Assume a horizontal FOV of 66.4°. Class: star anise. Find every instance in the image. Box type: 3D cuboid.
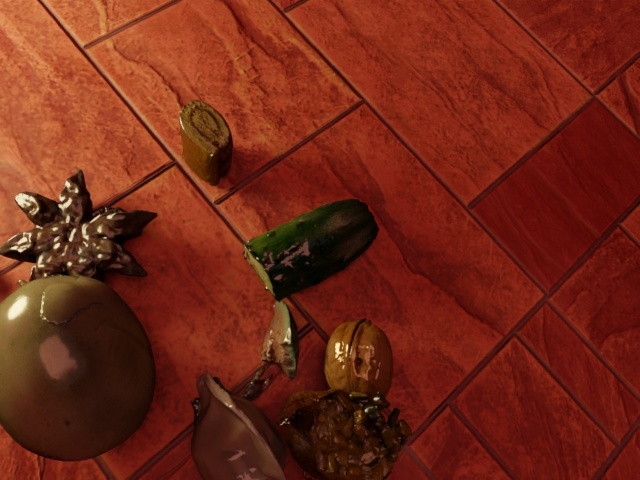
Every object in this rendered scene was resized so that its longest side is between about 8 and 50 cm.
[{"bbox_3d":[-0.491,-0.009,1.011,0.315,0.108,0.315,0,74,-2],"label":"star anise"}]

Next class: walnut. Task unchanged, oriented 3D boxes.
[{"bbox_3d":[0.078,0.249,1.007,0.144,0.144,0.180,8,78,-7],"label":"walnut"}]

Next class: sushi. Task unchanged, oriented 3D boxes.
[{"bbox_3d":[0.043,0.370,0.918,0.296,0.179,0.167,52,53,-16],"label":"sushi"}]

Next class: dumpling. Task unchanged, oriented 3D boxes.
[{"bbox_3d":[-0.157,0.383,0.887,0.163,0.204,0.293,-31,89,-4],"label":"dumpling"}]

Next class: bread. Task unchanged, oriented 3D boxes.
[{"bbox_3d":[-0.252,-0.213,1.086,0.103,0.172,0.132,-40,83,-19],"label":"bread"}]

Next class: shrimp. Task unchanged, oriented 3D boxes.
[{"bbox_3d":[-0.129,0.300,1.010,0.038,0.029,0.092,37,66,3],"label":"shrimp"}]

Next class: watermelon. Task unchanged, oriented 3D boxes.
[{"bbox_3d":[-0.077,0.194,1.029,0.080,0.101,0.155,10,55,1],"label":"watermelon"}]

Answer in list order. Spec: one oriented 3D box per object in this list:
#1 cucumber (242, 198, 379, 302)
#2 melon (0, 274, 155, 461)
[{"bbox_3d":[0.001,0.001,1.088,0.325,0.105,0.145,-25,61,-20],"label":"cucumber"},{"bbox_3d":[-0.441,0.213,0.859,0.268,0.268,0.330,-27,96,-17],"label":"melon"}]
